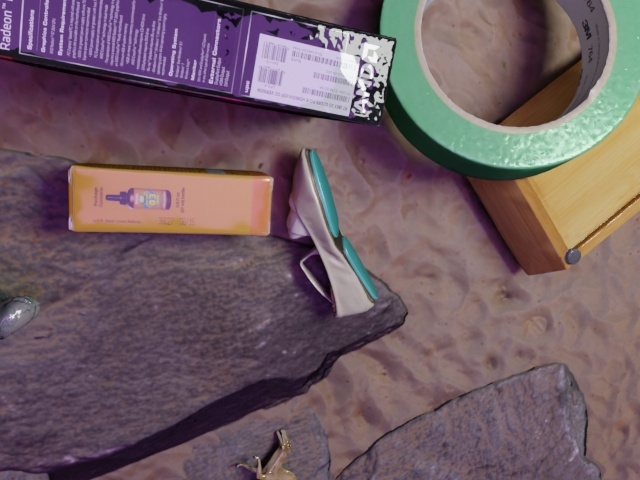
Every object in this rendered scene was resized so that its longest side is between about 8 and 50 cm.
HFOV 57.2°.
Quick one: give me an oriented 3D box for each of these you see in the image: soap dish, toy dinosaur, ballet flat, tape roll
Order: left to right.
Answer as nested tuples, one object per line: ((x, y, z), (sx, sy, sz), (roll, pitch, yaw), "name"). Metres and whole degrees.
((-0.081, 0.376, 0.872), (0.093, 0.053, 0.183), (2, 104, -18), "toy dinosaur")
((0.000, 0.000, 0.787), (0.086, 0.086, 0.248), (-27, 111, -8), "ballet flat")
((0.228, -0.238, 0.721), (0.321, 0.077, 0.321), (0, 85, 0), "tape roll")
((0.372, -0.112, 0.840), (0.291, 0.118, 0.229), (-38, 111, -3), "soap dish")

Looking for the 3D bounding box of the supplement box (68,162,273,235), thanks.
((-0.180, -0.051, 0.718), (0.233, 0.080, 0.078), (1, 103, -18), "supplement box")

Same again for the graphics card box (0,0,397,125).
((-0.136, -0.197, 0.608), (0.371, 0.233, 0.094), (5, 102, -18), "graphics card box")

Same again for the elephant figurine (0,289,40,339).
((-0.439, 0.024, 0.639), (0.169, 0.186, 0.239), (-25, 103, 37), "elephant figurine")
